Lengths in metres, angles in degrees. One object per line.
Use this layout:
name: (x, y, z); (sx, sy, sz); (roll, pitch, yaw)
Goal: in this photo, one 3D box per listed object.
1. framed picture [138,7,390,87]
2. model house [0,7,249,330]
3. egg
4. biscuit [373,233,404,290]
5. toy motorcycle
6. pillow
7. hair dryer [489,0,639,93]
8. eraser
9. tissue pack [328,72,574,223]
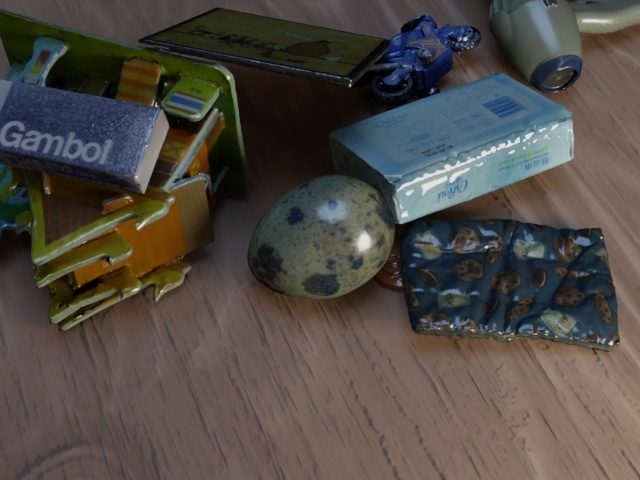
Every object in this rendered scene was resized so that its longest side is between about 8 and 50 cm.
framed picture: (-0.056, -0.251, 1.546); (0.255, 0.014, 0.339); (13, 18, 8)
model house: (-0.310, -0.076, 1.458); (0.357, 0.242, 0.313); (19, 54, 15)
egg: (0.000, 0.000, 1.441); (0.181, 0.141, 0.141); (-24, 49, 5)
biscuit: (0.101, 0.023, 1.498); (0.078, 0.015, 0.091); (22, 52, 19)
toy motorcycle: (0.130, -0.257, 1.718); (0.205, 0.076, 0.114); (-39, 48, -26)
pillow: (0.223, 0.046, 1.450); (0.255, 0.034, 0.189); (3, 48, -2)
hair dryer: (0.341, -0.372, 1.770); (0.298, 0.119, 0.296); (-28, 70, -28)
eraser: (-0.281, -0.119, 1.362); (0.212, 0.046, 0.092); (12, 69, 14)
tissue pack: (0.166, -0.119, 1.559); (0.263, 0.089, 0.177); (-23, 33, -17)
